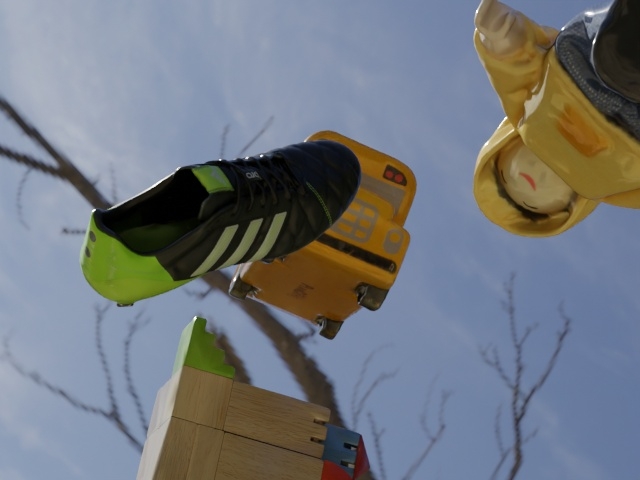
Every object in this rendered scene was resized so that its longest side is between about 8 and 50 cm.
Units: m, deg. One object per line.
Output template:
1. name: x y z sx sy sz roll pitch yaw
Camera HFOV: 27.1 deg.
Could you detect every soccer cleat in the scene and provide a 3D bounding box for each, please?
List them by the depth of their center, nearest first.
1. soccer cleat: -0.048 -0.019 0.734 0.060 0.179 0.072 54 -28 23

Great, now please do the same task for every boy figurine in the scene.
1. boy figurine: 0.152 -0.071 0.754 0.177 0.092 0.285 39 -14 -3

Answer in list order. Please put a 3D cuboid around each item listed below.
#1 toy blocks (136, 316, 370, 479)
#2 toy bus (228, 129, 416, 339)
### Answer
1. toy blocks: -0.043 0.291 1.184 0.261 0.381 0.191 18 -26 -15
2. toy bus: 0.000 0.000 1.165 0.108 0.130 0.332 24 -15 -5
